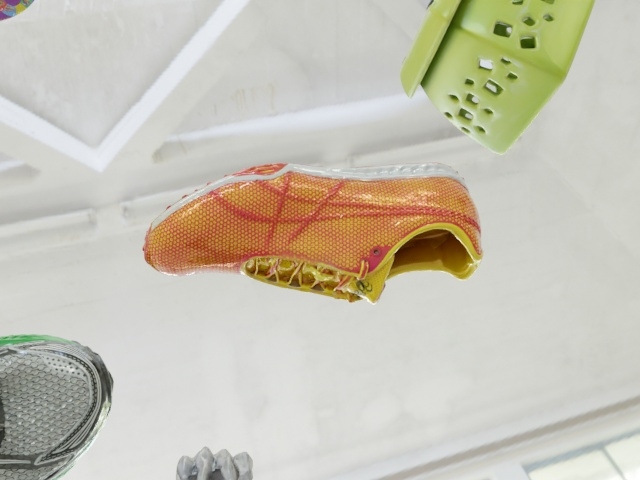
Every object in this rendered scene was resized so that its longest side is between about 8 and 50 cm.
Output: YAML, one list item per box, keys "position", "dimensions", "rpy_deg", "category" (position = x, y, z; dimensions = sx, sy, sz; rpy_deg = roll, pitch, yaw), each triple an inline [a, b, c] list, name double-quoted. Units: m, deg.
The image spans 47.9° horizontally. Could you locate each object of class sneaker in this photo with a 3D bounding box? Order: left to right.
- position: [-0.309, 0.151, 0.481]
  dimensions: [0.344, 0.134, 0.146]
  rpy_deg: [-16, -8, -23]
  category: "sneaker"
- position: [0.000, 0.000, 0.361]
  dimensions: [0.175, 0.067, 0.064]
  rpy_deg: [-7, -30, -7]
  category: "sneaker"

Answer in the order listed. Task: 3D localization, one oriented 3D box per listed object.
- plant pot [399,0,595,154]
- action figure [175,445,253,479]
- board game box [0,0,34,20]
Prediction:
- position: [0.252, -0.301, 1.065]
  dimensions: [0.207, 0.227, 0.228]
  rpy_deg: [26, -23, 1]
  category: "plant pot"
- position: [-0.014, 0.186, 0.326]
  dimensions: [0.276, 0.164, 0.140]
  rpy_deg: [8, -77, -83]
  category: "action figure"
- position: [-0.454, -0.370, 0.972]
  dimensions: [0.169, 0.033, 0.133]
  rpy_deg: [22, -71, -45]
  category: "board game box"
